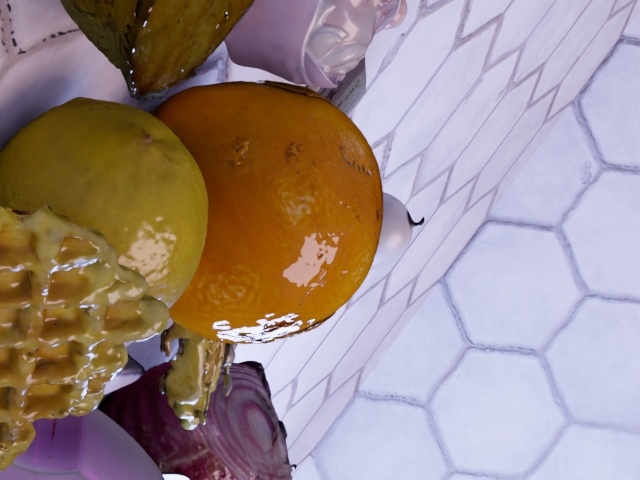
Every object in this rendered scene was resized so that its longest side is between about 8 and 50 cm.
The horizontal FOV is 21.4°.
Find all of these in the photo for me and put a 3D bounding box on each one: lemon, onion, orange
[{"bbox_3d":[-0.178,-0.012,1.315,0.178,0.178,0.203,-36,161,-51],"label":"lemon"},{"bbox_3d":[-0.171,0.251,1.983,0.230,0.272,0.256,-2,127,-40],"label":"onion"},{"bbox_3d":[-0.065,-0.030,1.505,0.246,0.246,0.246,-49,167,-16],"label":"orange"}]

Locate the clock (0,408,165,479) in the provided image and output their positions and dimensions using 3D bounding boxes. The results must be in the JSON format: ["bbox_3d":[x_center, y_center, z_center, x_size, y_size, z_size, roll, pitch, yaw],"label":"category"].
[{"bbox_3d":[-0.297,0.266,1.454,0.338,0.338,0.102,-59,-160,27],"label":"clock"}]

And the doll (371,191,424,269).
[{"bbox_3d":[-0.020,0.007,1.918,0.208,0.144,0.271,-14,-172,38],"label":"doll"}]

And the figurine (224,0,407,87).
[{"bbox_3d":[0.024,-0.255,1.472,0.276,0.133,0.200,-57,155,-2],"label":"figurine"}]

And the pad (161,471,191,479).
[{"bbox_3d":[-0.254,0.304,1.830,0.267,0.004,0.181,-13,151,6],"label":"pad"}]

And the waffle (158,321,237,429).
[{"bbox_3d":[-0.116,0.046,1.735,0.262,0.060,0.280,88,12,-62],"label":"waffle"}]

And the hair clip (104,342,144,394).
[{"bbox_3d":[-0.246,0.110,1.601,0.101,0.085,0.331,-51,169,20],"label":"hair clip"}]

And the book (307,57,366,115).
[{"bbox_3d":[0.009,-0.157,1.933,0.127,0.014,0.181,-49,167,-11],"label":"book"}]

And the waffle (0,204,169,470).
[{"bbox_3d":[-0.274,0.076,1.195,0.312,0.060,0.307,-40,139,20],"label":"waffle"}]

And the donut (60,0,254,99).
[{"bbox_3d":[-0.089,-0.237,1.197,0.272,0.107,0.272,-53,172,-11],"label":"donut"}]
